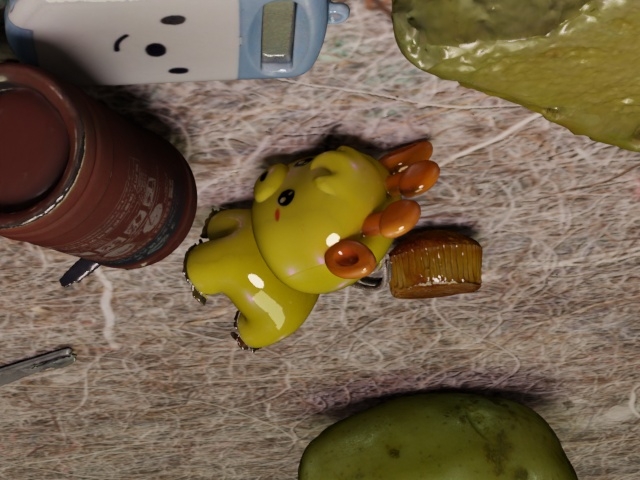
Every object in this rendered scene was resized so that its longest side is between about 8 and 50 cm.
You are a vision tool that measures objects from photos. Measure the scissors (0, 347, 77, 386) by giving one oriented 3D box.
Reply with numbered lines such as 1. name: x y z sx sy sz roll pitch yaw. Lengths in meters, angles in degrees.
1. scissors: -0.383 0.163 1.656 0.360 0.029 0.191 -18 152 29

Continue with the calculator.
1. calculator: -0.086 -0.136 1.001 0.210 0.039 0.121 -2 158 -6

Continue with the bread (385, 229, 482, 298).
1. bread: 0.095 0.018 1.372 0.085 0.053 0.085 -5 169 -1

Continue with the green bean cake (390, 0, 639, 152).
1. green bean cake: 0.178 -0.162 0.877 0.233 0.124 0.236 15 150 -40

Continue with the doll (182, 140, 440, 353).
1. doll: 0.000 0.000 1.223 0.221 0.143 0.135 -25 115 41

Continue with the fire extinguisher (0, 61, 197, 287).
1. fire extinguisher: -0.162 -0.025 1.106 0.138 0.102 0.344 -40 168 4

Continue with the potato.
1. potato: 0.128 0.262 1.760 0.304 0.216 0.216 7 156 -3
